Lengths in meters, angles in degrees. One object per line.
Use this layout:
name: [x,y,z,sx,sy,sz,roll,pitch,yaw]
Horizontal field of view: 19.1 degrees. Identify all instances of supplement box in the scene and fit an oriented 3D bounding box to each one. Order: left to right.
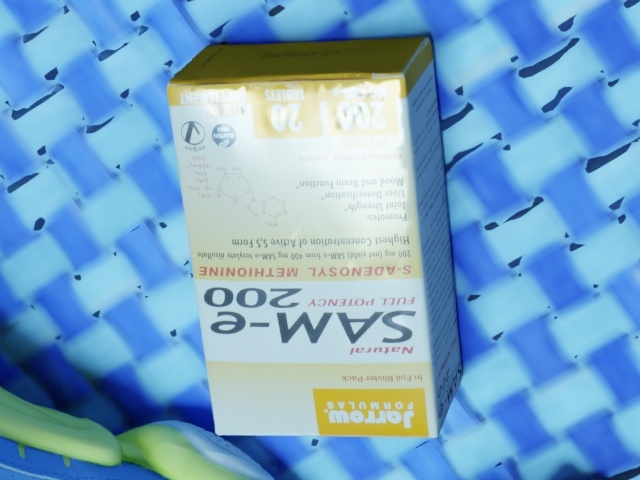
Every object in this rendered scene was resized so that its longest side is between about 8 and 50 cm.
supplement box: [0.000,0.000,0.491,0.062,0.036,0.098,-1,112,15]

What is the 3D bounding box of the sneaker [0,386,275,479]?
sneaker: [-0.095,0.088,0.502,0.240,0.126,0.091,30,116,1]
